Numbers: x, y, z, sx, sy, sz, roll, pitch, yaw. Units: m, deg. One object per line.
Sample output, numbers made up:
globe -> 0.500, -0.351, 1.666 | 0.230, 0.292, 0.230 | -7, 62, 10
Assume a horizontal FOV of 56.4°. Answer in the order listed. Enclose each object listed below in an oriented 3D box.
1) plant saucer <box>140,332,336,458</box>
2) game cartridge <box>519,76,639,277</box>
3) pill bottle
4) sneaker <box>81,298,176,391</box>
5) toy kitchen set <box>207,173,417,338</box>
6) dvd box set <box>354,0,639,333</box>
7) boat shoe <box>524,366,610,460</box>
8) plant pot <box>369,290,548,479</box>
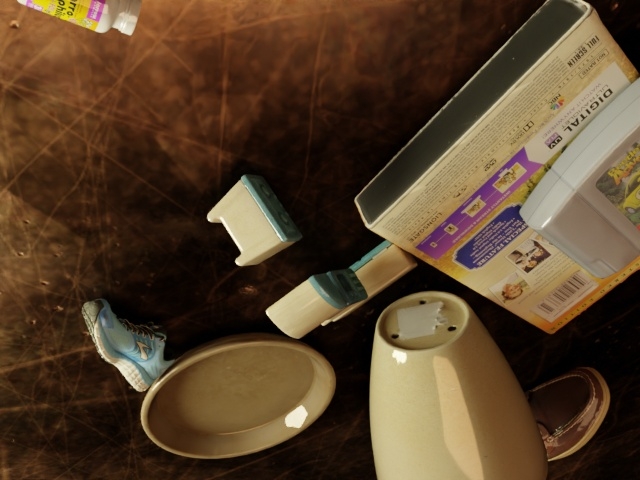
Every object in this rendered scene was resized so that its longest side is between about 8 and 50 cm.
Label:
plant saucer -> -0.115, 0.223, 0.860 | 0.277, 0.041, 0.278 | -10, 134, -11
game cartridge -> 0.373, -0.092, 0.659 | 0.196, 0.060, 0.294 | 29, 115, -33
pill bottle -> -0.182, -0.187, 0.455 | 0.083, 0.043, 0.043 | 13, 125, -30
sneaker -> -0.225, 0.114, 0.717 | 0.073, 0.063, 0.162 | -33, 142, -11
toy kitchen set -> 0.000, 0.000, 0.684 | 0.122, 0.166, 0.207 | -37, 169, 15
dvd box set -> 0.290, -0.053, 0.740 | 0.420, 0.062, 0.307 | 27, 118, -36
boat shoe -> 0.373, 0.350, 1.105 | 0.123, 0.123, 0.342 | 17, 129, -33
plant pot -> 0.170, 0.217, 0.843 | 0.256, 0.256, 0.274 | -20, 118, -2
